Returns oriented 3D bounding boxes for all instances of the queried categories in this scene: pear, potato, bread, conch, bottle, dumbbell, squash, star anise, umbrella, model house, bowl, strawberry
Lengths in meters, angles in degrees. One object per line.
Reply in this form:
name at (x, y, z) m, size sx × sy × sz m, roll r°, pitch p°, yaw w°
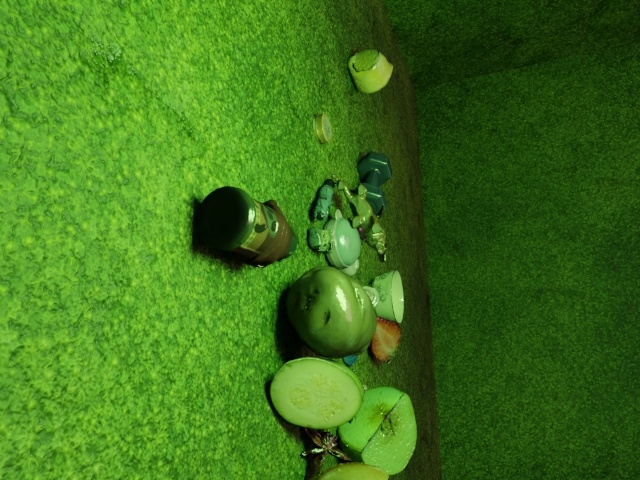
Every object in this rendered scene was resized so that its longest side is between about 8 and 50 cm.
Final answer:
pear at (0.198, 0.656, 1.670) m, size 0.292 × 0.159 × 0.293 m, roll 1°, pitch 89°, yaw -40°
potato at (0.029, 0.196, 1.350) m, size 0.243 × 0.221 × 0.326 m, roll 43°, pitch 0°, yaw 22°
bread at (0.224, -0.767, 2.245) m, size 0.170 × 0.197 × 0.197 m, roll 43°, pitch 44°, yaw -51°
conch at (0.183, 0.252, 2.004) m, size 0.176 × 0.094 × 0.105 m, roll 103°, pitch -17°, yaw -55°
bottle at (-0.144, -0.025, 1.087) m, size 0.271 × 0.143 × 0.156 m, roll 27°, pitch 84°, yaw -63°
dumbbell at (0.216, -0.236, 2.112) m, size 0.325 × 0.144 × 0.160 m, roll -71°, pitch 147°, yaw -47°
squash at (-0.003, 0.398, 1.274) m, size 0.260 × 0.189 × 0.190 m, roll 39°, pitch 48°, yaw -68°
star anise at (-0.008, 0.578, 1.413) m, size 0.140 × 0.144 × 0.159 m, roll -11°, pitch 87°, yaw -25°
umbrella at (0.012, -0.141, 1.660) m, size 0.053 × 0.052 × 0.251 m, roll 37°, pitch 31°, yaw -16°
model house at (0.000, 0.000, 1.569) m, size 0.083 × 0.066 × 0.079 m, roll 24°, pitch 60°, yaw -65°
bread at (0.039, 0.698, 1.294) m, size 0.171 × 0.191 × 0.314 m, roll -96°, pitch -157°, yaw -64°
bowl at (0.280, 0.248, 2.162) m, size 0.237 × 0.126 × 0.238 m, roll -7°, pitch 90°, yaw -70°
strawberry at (0.246, 0.393, 2.083) m, size 0.175 × 0.106 × 0.236 m, roll -24°, pitch 114°, yaw -33°

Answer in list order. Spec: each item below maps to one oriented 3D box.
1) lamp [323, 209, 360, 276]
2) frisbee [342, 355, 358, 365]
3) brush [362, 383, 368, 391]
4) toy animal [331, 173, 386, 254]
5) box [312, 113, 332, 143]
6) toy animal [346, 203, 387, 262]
lamp at (0.088, 0.024, 1.742) m, size 0.180 × 0.107 × 0.246 m, roll -70°, pitch 148°, yaw -43°
frisbee at (0.116, 0.333, 1.819) m, size 0.242 × 0.045 × 0.242 m, roll -8°, pitch 90°, yaw -70°
brush at (0.136, 0.673, 1.753) m, size 0.065 × 0.069 × 0.328 m, roll 1°, pitch 84°, yaw -51°
toy animal at (0.150, -0.095, 1.752) m, size 0.313 × 0.097 × 0.157 m, roll 66°, pitch 8°, yaw 13°
box at (0.007, -0.392, 1.746) m, size 0.105 × 0.037 × 0.106 m, roll -7°, pitch 90°, yaw -70°
toy animal at (0.171, -0.048, 1.863) m, size 0.160 × 0.272 × 0.197 m, roll 6°, pitch 117°, yaw -36°
